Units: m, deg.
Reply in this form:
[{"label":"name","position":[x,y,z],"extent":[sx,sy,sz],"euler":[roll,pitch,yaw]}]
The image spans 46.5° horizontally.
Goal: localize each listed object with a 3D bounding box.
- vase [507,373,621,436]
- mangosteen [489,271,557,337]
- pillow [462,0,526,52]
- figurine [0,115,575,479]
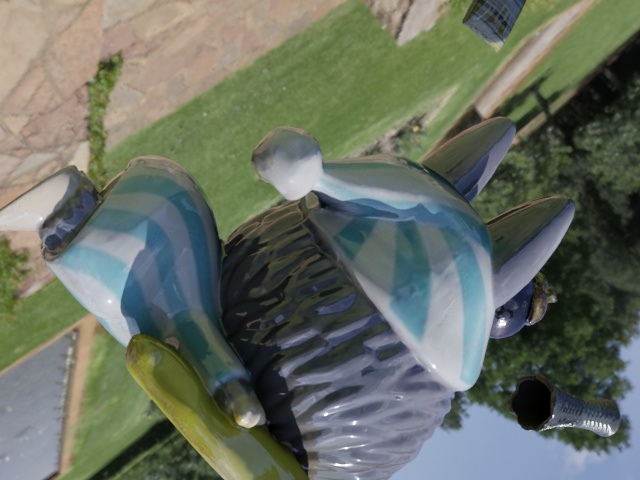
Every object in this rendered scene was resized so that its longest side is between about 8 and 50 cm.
[{"label":"vase","position":[0.493,0.335,1.474],"extent":[0.237,0.116,0.115],"euler":[17,136,-32]},{"label":"mangosteen","position":[0.456,0.133,1.796],"extent":[0.249,0.212,0.211],"euler":[8,161,-9]},{"label":"pillow","position":[0.285,-0.388,1.090],"extent":[0.113,0.038,0.204],"euler":[18,101,-49]},{"label":"figurine","position":[0.000,0.000,0.636],"extent":[0.377,0.361,0.266],"euler":[-42,-167,-12]}]
